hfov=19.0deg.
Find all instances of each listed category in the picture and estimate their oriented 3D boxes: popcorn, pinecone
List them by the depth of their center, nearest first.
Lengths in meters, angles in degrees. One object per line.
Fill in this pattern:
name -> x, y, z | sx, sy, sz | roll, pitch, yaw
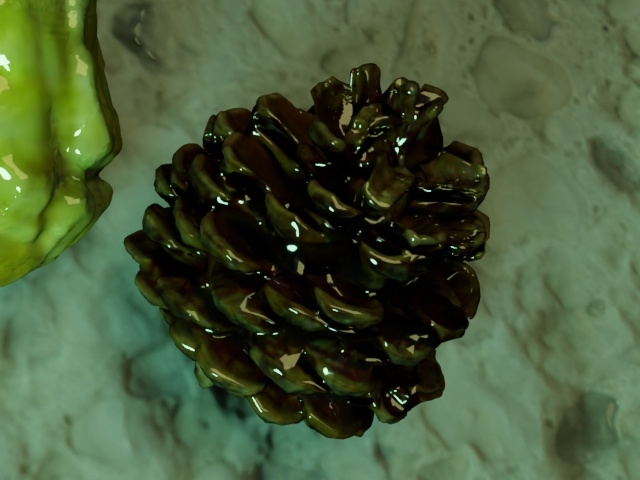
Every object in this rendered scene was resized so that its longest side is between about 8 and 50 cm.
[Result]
popcorn -> -0.233, -0.113, 1.238 | 0.252, 0.215, 0.286 | -21, 110, -64
pinecone -> 0.003, 0.012, 1.277 | 0.243, 0.257, 0.243 | 21, 57, -36
